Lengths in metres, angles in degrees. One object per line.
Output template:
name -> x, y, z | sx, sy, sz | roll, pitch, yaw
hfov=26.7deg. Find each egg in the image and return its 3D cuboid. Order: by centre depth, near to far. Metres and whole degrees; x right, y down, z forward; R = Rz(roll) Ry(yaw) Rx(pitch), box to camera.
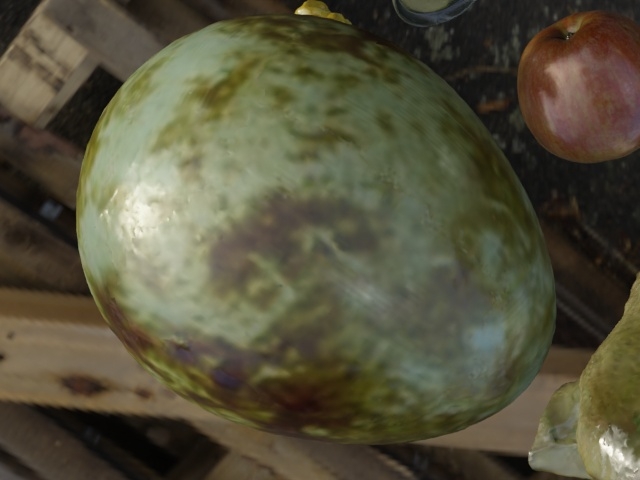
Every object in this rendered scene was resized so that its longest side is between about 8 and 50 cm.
egg -> 0.000, 0.000, 0.783 | 0.289, 0.238, 0.238 | 32, 120, -3

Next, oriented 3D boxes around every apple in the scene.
apple -> 0.344, -0.196, 1.715 | 0.188, 0.188, 0.173 | -20, 112, 19

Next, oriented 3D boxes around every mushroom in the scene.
mushroom -> 0.322, 0.121, 1.090 | 0.292, 0.212, 0.217 | 14, 85, 36

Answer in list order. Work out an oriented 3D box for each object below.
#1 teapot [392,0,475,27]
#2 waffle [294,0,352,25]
teapot -> 0.086, -0.268, 1.162 | 0.130, 0.119, 0.165 | -16, 144, -18
waffle -> -0.058, -0.144, 1.572 | 0.329, 0.329, 0.062 | -31, 144, 23
